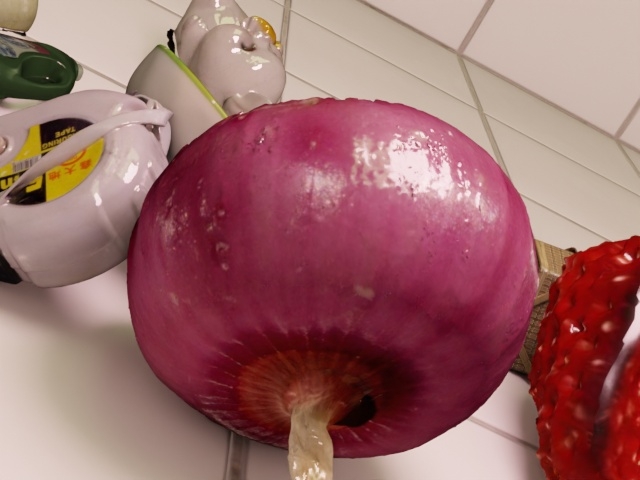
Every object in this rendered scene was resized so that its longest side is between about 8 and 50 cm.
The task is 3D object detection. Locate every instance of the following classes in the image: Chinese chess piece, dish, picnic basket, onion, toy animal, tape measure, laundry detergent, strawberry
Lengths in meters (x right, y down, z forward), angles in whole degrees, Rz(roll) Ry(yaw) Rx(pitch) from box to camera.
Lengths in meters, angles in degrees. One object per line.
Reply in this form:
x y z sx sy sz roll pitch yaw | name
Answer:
-0.451 -0.314 1.556 0.188 0.083 0.188 10 6 -1 | Chinese chess piece
-0.124 -0.043 1.320 0.324 0.124 0.324 52 -6 7 | dish
0.288 0.090 1.591 0.079 0.164 0.115 19 21 -4 | picnic basket
0.020 0.053 1.048 0.358 0.358 0.345 15 29 -36 | onion
-0.125 -0.254 1.853 0.208 0.154 0.325 36 27 -61 | toy animal
-0.242 -0.047 1.142 0.120 0.236 0.197 67 7 -46 | tape measure
-0.368 -0.212 1.535 0.137 0.063 0.211 34 18 28 | laundry detergent
0.354 0.187 1.371 0.345 0.295 0.317 -48 121 -34 | strawberry
